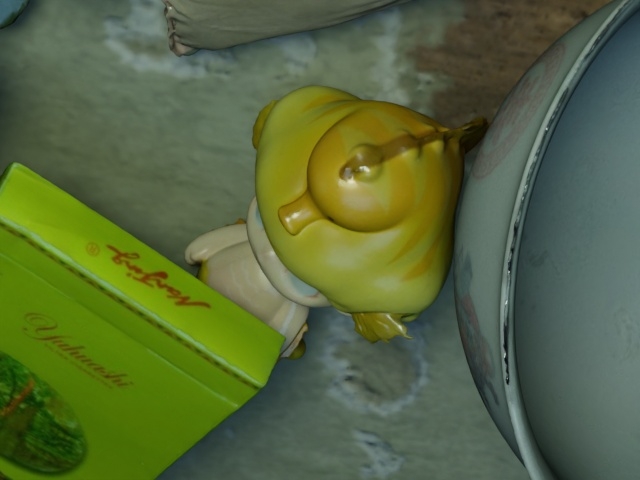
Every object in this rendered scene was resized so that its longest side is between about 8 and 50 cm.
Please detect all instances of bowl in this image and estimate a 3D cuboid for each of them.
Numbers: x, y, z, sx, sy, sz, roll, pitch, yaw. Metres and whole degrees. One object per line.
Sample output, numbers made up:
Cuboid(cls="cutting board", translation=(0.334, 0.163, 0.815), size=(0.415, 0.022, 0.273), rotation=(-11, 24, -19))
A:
Cuboid(cls="bowl", translation=(0.179, 0.004, 1.035), size=(0.157, 0.345, 0.345), rotation=(14, 148, 54))

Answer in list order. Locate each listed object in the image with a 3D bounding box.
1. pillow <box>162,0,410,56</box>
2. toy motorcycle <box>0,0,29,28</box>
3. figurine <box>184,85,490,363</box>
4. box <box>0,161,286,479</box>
Cuboid(cls="pillow", translation=(0.035, -0.179, 0.988), size=(0.270, 0.067, 0.173), rotation=(-8, 132, 10))
Cuboid(cls="toy motorcycle", translation=(-0.221, -0.155, 0.979), size=(0.205, 0.127, 0.275), rotation=(34, 116, -25))
Cuboid(cls="figurine", translation=(0.000, 0.000, 1.106), size=(0.246, 0.131, 0.156), rotation=(-37, 79, 44))
Cuboid(cls="box", translation=(-0.185, 0.098, 1.173), size=(0.187, 0.047, 0.335), rotation=(34, 136, -13))
